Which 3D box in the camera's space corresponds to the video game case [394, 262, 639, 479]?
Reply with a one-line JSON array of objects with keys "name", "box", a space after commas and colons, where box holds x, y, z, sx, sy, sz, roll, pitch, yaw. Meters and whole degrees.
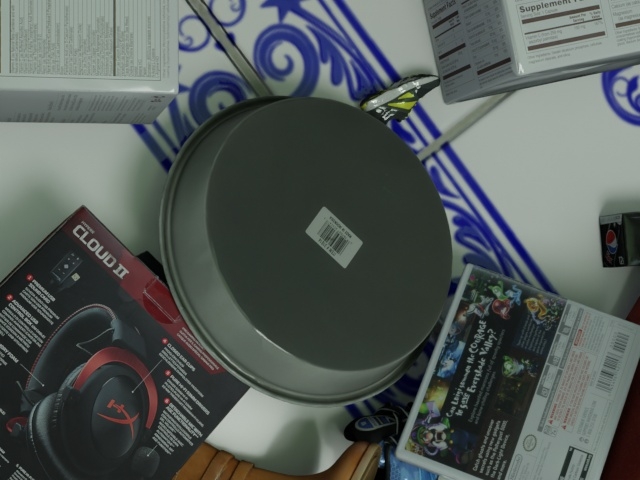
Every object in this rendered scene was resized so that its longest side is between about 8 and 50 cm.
[{"name": "video game case", "box": [0.178, 0.134, 1.255, 0.173, 0.022, 0.190, 20, 73, 7]}]

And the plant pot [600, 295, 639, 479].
[{"name": "plant pot", "box": [0.362, 0.218, 1.290, 0.267, 0.267, 0.235, 35, 106, -9]}]

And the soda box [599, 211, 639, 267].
[{"name": "soda box", "box": [0.365, -0.005, 1.403, 0.169, 0.060, 0.053, -4, 88, -14]}]

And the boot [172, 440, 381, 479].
[{"name": "boot", "box": [-0.050, 0.219, 1.246, 0.152, 0.073, 0.197, 38, 102, 16]}]

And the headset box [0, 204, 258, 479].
[{"name": "headset box", "box": [-0.214, 0.131, 1.208, 0.218, 0.110, 0.293, 45, 64, -8]}]

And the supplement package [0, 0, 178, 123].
[{"name": "supplement package", "box": [-0.261, -0.207, 1.190, 0.263, 0.199, 0.198, 0, 87, -13]}]

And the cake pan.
[{"name": "cake pan", "box": [0.000, 0.000, 1.266, 0.293, 0.054, 0.293, 10, 69, -28]}]

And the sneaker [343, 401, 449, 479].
[{"name": "sneaker", "box": [0.109, 0.185, 1.299, 0.147, 0.130, 0.330, 36, 80, -12]}]

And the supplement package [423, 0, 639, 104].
[{"name": "supplement package", "box": [0.250, -0.231, 1.313, 0.262, 0.204, 0.145, -12, 91, -14]}]

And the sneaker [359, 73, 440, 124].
[{"name": "sneaker", "box": [0.078, -0.133, 1.360, 0.083, 0.031, 0.035, -24, 107, -9]}]
